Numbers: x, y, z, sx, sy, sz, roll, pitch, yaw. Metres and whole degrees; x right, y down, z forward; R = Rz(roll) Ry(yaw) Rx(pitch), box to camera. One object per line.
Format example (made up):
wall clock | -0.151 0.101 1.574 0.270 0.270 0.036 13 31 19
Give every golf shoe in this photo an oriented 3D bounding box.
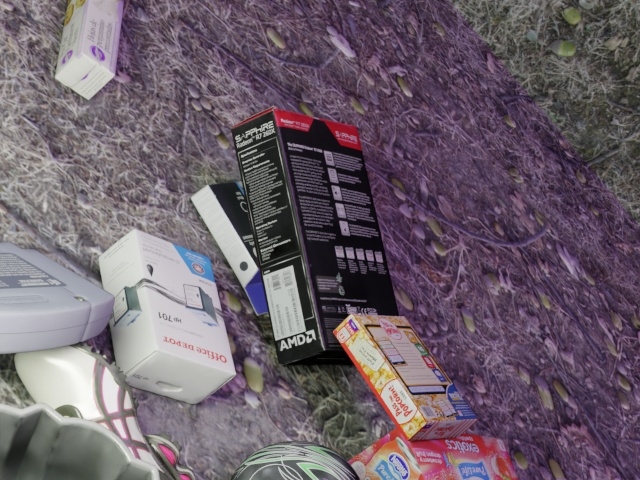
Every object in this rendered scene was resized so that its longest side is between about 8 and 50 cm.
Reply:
golf shoe | -0.254 0.220 1.615 0.273 0.105 0.120 49 36 -7

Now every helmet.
helmet | -0.029 0.327 1.777 0.161 0.169 0.169 64 25 -16

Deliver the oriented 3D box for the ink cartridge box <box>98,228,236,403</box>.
ink cartridge box | -0.198 0.098 1.852 0.139 0.082 0.191 23 39 -43

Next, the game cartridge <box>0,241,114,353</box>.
game cartridge | -0.375 0.060 1.562 0.198 0.062 0.297 31 17 30

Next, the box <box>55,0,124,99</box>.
box | -0.339 -0.341 2.157 0.063 0.067 0.324 34 34 -29

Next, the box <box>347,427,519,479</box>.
box | 0.173 0.356 2.064 0.257 0.122 0.128 17 43 -48

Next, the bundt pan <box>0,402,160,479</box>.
bundt pan | -0.288 0.322 1.345 0.330 0.124 0.331 14 50 -17

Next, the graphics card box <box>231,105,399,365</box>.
graphics card box | 0.000 0.000 2.149 0.233 0.094 0.371 6 67 -56

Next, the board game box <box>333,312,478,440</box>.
board game box | 0.121 0.190 2.028 0.146 0.045 0.193 8 42 -54

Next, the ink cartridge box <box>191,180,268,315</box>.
ink cartridge box | -0.077 0.004 2.178 0.206 0.045 0.208 -11 69 -59
